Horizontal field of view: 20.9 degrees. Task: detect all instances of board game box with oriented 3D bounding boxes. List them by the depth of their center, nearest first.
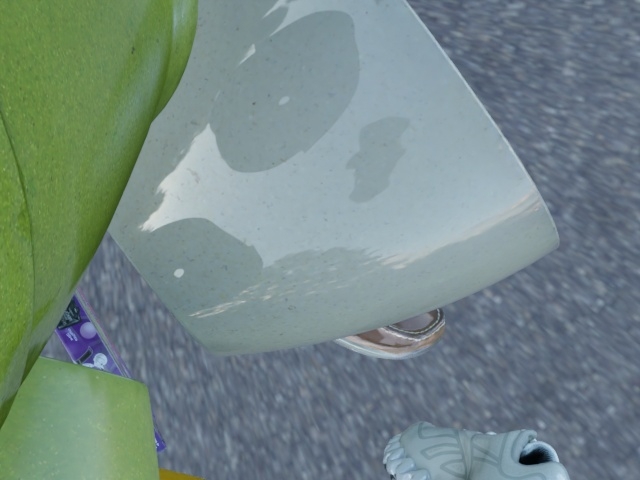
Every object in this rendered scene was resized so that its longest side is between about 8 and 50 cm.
[{"bbox_3d":[-0.288,0.083,2.003,0.056,0.208,0.347,-31,103,-9],"label":"board game box"}]

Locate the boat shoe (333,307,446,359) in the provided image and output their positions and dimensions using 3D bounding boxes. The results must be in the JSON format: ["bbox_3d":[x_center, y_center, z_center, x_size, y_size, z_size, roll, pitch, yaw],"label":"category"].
[{"bbox_3d":[0.000,0.000,1.831,0.324,0.116,0.123,38,52,16],"label":"boat shoe"}]

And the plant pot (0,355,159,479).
[{"bbox_3d":[-0.201,0.215,1.041,0.275,0.275,0.293,14,82,-10],"label":"plant pot"}]

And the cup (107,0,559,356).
[{"bbox_3d":[-0.029,-0.055,1.200,0.237,0.331,0.331,-38,103,-1],"label":"cup"}]

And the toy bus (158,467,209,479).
[{"bbox_3d":[-0.218,0.248,1.434,0.333,0.108,0.130,2,129,30],"label":"toy bus"}]

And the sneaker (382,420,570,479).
[{"bbox_3d":[0.134,0.200,1.412,0.118,0.292,0.110,-44,105,-1],"label":"sneaker"}]

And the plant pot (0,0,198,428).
[{"bbox_3d":[-0.229,-0.073,0.758,0.366,0.353,0.366,10,120,17],"label":"plant pot"}]
